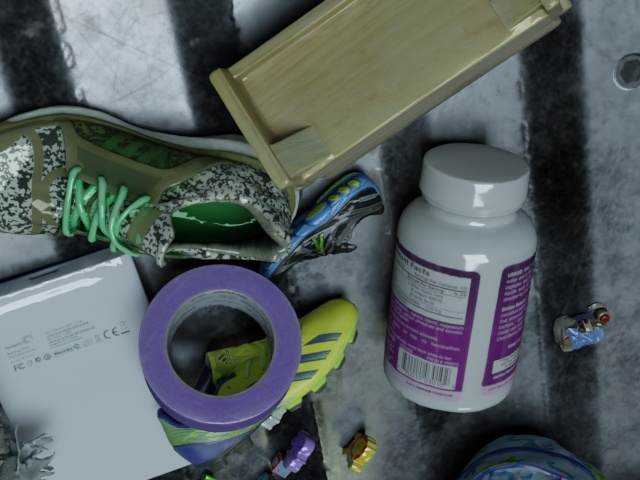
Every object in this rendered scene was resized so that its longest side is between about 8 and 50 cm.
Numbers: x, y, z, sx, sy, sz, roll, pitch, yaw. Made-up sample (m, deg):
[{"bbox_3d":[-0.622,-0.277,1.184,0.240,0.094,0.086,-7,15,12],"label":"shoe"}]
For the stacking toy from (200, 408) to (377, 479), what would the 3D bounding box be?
[{"bbox_3d":[-0.053,0.317,1.519,0.167,0.052,0.221,31,107,-23],"label":"stacking toy"}]

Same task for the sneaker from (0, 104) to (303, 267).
[{"bbox_3d":[-0.208,-0.043,1.231,0.410,0.182,0.158,1,116,-12],"label":"sneaker"}]

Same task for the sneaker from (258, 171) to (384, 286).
[{"bbox_3d":[0.000,0.000,1.362,0.188,0.067,0.078,-40,111,6],"label":"sneaker"}]

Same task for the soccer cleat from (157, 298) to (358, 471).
[{"bbox_3d":[-0.076,0.162,1.398,0.289,0.093,0.121,-41,107,-3],"label":"soccer cleat"}]

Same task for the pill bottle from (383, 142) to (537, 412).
[{"bbox_3d":[0.171,0.042,1.362,0.169,0.169,0.302,-1,117,-11],"label":"pill bottle"}]

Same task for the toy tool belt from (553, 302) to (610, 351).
[{"bbox_3d":[0.358,0.123,1.507,0.083,0.051,0.052,-21,119,-1],"label":"toy tool belt"}]

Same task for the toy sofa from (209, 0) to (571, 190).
[{"bbox_3d":[0.077,-0.210,1.210,0.362,0.177,0.150,-33,87,16],"label":"toy sofa"}]

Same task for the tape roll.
[{"bbox_3d":[-0.118,0.128,1.322,0.189,0.080,0.189,1,73,-5],"label":"tape roll"}]

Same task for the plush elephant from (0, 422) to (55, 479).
[{"bbox_3d":[-0.501,0.232,1.277,0.330,0.255,0.272,-11,121,-58],"label":"plush elephant"}]

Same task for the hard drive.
[{"bbox_3d":[-0.290,0.176,1.398,0.210,0.040,0.319,-19,118,-7],"label":"hard drive"}]

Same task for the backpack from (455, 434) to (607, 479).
[{"bbox_3d":[0.269,0.448,1.548,0.290,0.273,0.356,26,97,13],"label":"backpack"}]
